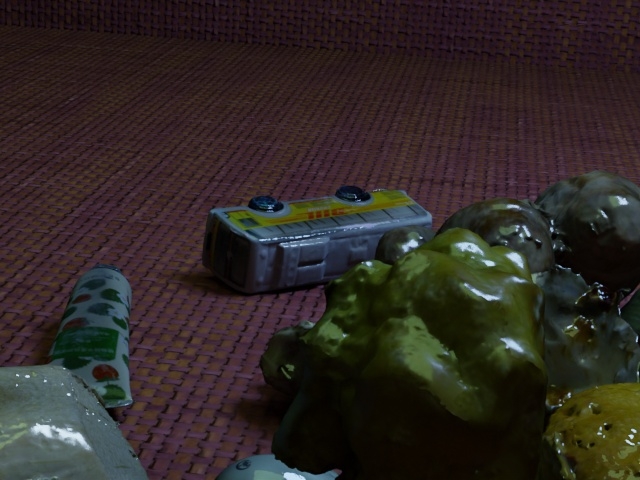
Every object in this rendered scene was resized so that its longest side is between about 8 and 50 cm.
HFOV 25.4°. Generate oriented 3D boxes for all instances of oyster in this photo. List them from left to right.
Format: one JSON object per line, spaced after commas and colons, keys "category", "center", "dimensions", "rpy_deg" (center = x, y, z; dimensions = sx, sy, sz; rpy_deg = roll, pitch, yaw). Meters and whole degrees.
{"category": "oyster", "center": [0.111, 0.105, 1.246], "dimensions": [0.337, 0.133, 0.198], "rpy_deg": [3, 19, 6]}

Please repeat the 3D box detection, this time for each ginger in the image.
{"category": "ginger", "center": [0.215, 0.013, 1.514], "dimensions": [0.304, 0.155, 0.244], "rpy_deg": [-7, 2, -17]}

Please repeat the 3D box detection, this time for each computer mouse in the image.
{"category": "computer mouse", "center": [-0.031, 0.186, 1.120], "dimensions": [0.110, 0.032, 0.056], "rpy_deg": [-2, 18, -16]}

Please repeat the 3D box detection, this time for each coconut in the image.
{"category": "coconut", "center": [-0.210, 0.169, 0.906], "dimensions": [0.194, 0.194, 0.194], "rpy_deg": [3, 17, -1]}

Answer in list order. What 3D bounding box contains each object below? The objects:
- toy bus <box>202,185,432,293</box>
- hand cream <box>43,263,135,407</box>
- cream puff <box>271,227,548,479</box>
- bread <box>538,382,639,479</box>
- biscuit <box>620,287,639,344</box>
{"category": "toy bus", "center": [0.000, 0.000, 1.648], "dimensions": [0.268, 0.092, 0.106], "rpy_deg": [-7, 30, -32]}
{"category": "hand cream", "center": [-0.217, 0.094, 1.354], "dimensions": [0.095, 0.059, 0.276], "rpy_deg": [0, 22, -4]}
{"category": "cream puff", "center": [0.059, 0.121, 0.977], "dimensions": [0.185, 0.281, 0.282], "rpy_deg": [-1, 17, 3]}
{"category": "bread", "center": [0.265, 0.186, 0.991], "dimensions": [0.240, 0.139, 0.240], "rpy_deg": [3, 17, -1]}
{"category": "biscuit", "center": [0.446, 0.100, 1.435], "dimensions": [0.322, 0.038, 0.099], "rpy_deg": [16, 41, 38]}
